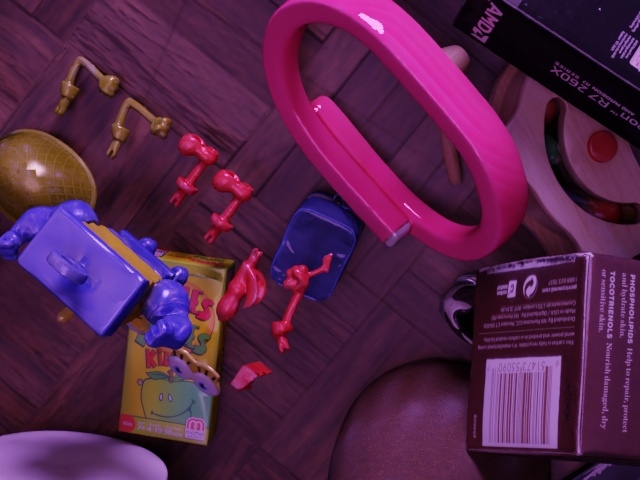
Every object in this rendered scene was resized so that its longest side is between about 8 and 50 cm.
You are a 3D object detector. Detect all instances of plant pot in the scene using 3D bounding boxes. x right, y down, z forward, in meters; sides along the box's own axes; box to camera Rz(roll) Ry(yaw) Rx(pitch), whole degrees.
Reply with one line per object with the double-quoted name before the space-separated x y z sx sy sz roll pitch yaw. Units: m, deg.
"plant pot" 0.091 0.239 1.438 0.215 0.230 0.215 2 99 15

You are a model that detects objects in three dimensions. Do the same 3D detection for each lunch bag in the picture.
"lunch bag" 0.000 0.000 1.501 0.067 0.065 0.098 27 112 1

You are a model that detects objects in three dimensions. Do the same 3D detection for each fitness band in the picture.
"fitness band" 0.062 -0.101 1.404 0.054 0.209 0.291 -39 85 -30

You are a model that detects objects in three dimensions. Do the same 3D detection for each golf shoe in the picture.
"golf shoe" 0.204 0.100 1.477 0.198 0.094 0.077 20 102 3

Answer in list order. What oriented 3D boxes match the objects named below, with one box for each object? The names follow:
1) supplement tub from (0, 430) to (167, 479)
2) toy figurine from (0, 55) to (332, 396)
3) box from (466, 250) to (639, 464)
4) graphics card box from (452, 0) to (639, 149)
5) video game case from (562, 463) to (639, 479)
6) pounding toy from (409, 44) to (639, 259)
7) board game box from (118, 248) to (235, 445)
"supplement tub" -0.260 0.371 1.527 0.235 0.235 0.325 8 102 7
"toy figurine" -0.192 -0.012 1.410 0.362 0.217 0.191 42 104 13
"box" 0.256 0.110 1.363 0.203 0.168 0.167 8 80 -28
"graphics card box" 0.328 -0.184 1.349 0.371 0.094 0.233 33 71 0
"video game case" 0.355 0.318 1.532 0.196 0.026 0.274 -37 93 14
"pounding toy" 0.209 -0.095 1.450 0.154 0.155 0.269 -44 103 -14
"board game box" -0.143 0.104 1.555 0.092 0.043 0.181 9 102 7
